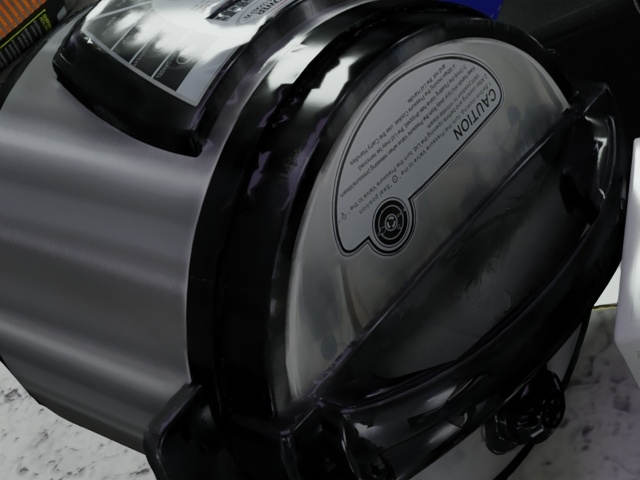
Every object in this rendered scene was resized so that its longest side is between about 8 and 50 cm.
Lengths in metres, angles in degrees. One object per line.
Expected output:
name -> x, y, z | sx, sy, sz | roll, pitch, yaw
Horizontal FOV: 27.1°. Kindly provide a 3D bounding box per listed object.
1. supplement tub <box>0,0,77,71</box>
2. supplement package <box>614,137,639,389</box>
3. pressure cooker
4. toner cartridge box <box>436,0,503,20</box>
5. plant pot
supplement tub -> -0.457, -0.314, 1.702 | 0.338, 0.207, 0.207 | -43, 40, -10
supplement package -> 0.350, 0.029, 0.800 | 0.293, 0.175, 0.177 | -9, 44, 29
pressure cooker -> 0.003, 0.004, 0.936 | 0.420, 0.376, 0.369 | 14, 91, 43
toner cartridge box -> 0.204, -0.321, 1.268 | 0.348, 0.165, 0.075 | -48, 40, -16
plant pot -> 0.246, -0.171, 1.086 | 0.167, 0.187, 0.188 | -13, 43, 42
